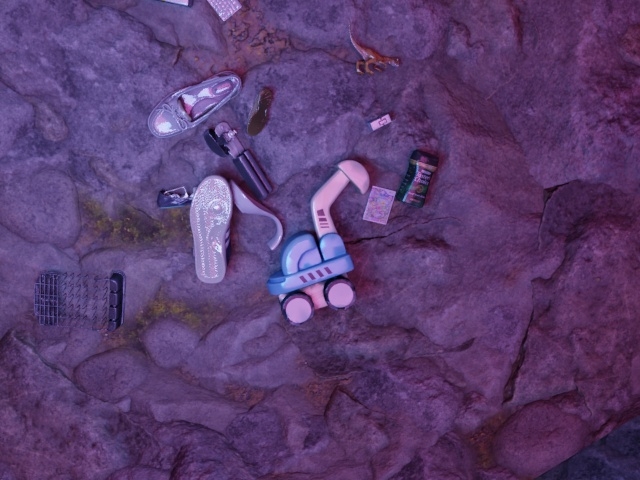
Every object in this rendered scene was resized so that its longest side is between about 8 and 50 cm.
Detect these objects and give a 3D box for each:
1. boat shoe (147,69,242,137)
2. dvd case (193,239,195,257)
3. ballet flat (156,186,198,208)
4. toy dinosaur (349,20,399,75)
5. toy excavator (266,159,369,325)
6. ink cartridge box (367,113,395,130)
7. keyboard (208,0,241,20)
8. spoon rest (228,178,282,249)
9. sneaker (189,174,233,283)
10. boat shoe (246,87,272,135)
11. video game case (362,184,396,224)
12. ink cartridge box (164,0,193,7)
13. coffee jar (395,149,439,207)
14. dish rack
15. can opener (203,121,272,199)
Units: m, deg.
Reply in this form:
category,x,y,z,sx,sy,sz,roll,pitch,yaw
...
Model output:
category,x,y,z,sx,sy,sz,roll,pitch,yaw
boat shoe,-0.383,-0.415,1.658,0.321,0.103,0.118,-27,108,0
dvd case,-0.366,0.021,1.837,0.120,0.013,0.087,4,106,-9
ballet flat,-0.422,-0.139,1.754,0.203,0.074,0.074,-1,106,-6
toy dinosaur,0.147,-0.583,1.723,0.212,0.064,0.112,22,84,-24
toy excavator,0.000,0.000,1.801,0.433,0.222,0.444,-20,100,-4
ink cartridge box,0.199,-0.391,1.784,0.083,0.048,0.028,-27,108,-2
keyboard,-0.342,-0.775,1.606,0.072,0.014,0.256,-39,108,4
spoon rest,-0.207,-0.095,1.779,0.084,0.137,0.276,-37,122,-4
sneaker,-0.343,-0.046,1.735,0.131,0.148,0.349,7,108,-6
boat shoe,-0.196,-0.406,1.727,0.056,0.048,0.153,10,112,-24
video game case,0.202,-0.122,1.884,0.087,0.011,0.122,13,104,-12
ink cartridge box,-0.450,-0.750,1.556,0.175,0.072,0.127,9,108,-7
coffee jar,0.328,-0.208,1.842,0.096,0.079,0.184,14,103,-13
dish rack,-0.791,0.196,1.796,0.272,0.074,0.208,6,104,-9
can opener,-0.258,-0.253,1.754,0.093,0.074,0.280,-24,111,35
